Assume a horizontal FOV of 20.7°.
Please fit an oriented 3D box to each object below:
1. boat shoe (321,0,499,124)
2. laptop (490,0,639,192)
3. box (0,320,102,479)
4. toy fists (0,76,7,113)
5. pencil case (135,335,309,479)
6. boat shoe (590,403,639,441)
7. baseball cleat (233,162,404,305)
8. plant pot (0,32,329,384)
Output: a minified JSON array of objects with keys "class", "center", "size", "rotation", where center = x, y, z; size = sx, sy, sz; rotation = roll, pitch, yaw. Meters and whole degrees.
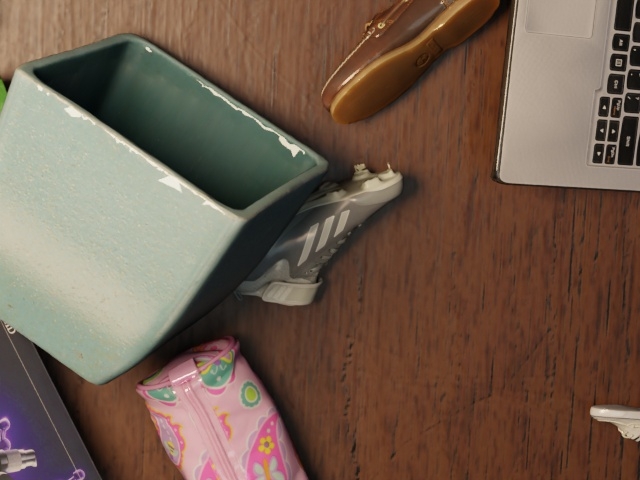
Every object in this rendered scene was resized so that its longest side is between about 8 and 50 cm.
[{"class":"boat shoe","center":[0.081,-0.201,1.756],"size":[0.207,0.073,0.073],"rotation":[-38,61,-2]},{"class":"laptop","center":[0.414,-0.220,1.681],"size":[0.408,0.236,0.381],"rotation":[3,97,-25]},{"class":"box","center":[-0.351,0.181,1.731],"size":[0.184,0.103,0.261],"rotation":[-29,99,-19]},{"class":"toy fists","center":[-0.389,-0.163,1.709],"size":[0.142,0.096,0.279],"rotation":[-18,97,-12]},{"class":"pencil case","center":[-0.078,0.241,1.773],"size":[0.124,0.124,0.284],"rotation":[-24,98,-1]},{"class":"boat shoe","center":[0.331,0.194,1.842],"size":[0.100,0.035,0.035],"rotation":[7,94,-12]},{"class":"baseball cleat","center":[0.000,0.000,1.779],"size":[0.206,0.072,0.109],"rotation":[-21,105,8]},{"class":"plant pot","center":[-0.183,-0.014,1.656],"size":[0.247,0.248,0.252],"rotation":[33,113,9]}]
